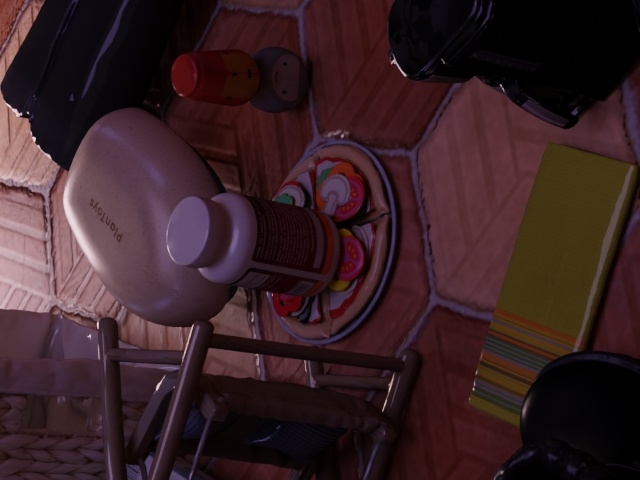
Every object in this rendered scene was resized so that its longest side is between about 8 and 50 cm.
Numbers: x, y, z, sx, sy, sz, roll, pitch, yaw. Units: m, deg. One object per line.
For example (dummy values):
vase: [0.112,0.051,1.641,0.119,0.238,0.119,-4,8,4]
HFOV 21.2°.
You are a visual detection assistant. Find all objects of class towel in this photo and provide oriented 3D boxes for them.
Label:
towel: [0.195,0.042,1.421,0.102,0.021,0.237,21,97,46]

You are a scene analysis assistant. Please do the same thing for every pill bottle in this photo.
pill bottle: [-0.063,0.002,1.590,0.086,0.152,0.086,-15,70,47]

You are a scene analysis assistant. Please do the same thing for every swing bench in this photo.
swing bench: [-0.065,0.208,1.515,0.165,0.253,0.255,-2,80,51]

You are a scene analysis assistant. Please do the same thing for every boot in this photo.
boot: [-0.182,-0.255,1.855,0.445,0.146,0.367,-58,35,21]
boot: [0.194,0.179,1.192,0.348,0.260,0.131,42,114,47]

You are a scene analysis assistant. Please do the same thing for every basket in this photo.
basket: [-0.365,0.217,1.833,0.331,0.328,0.266,18,98,51]

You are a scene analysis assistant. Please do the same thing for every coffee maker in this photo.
coffee maker: [0.166,-0.188,1.381,0.120,0.178,0.171,49,119,44]

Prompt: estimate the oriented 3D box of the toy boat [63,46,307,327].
toy boat: [-0.131,-0.067,1.766,0.267,0.148,0.318,53,127,32]

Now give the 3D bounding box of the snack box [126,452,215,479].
snack box: [-0.176,0.383,1.695,0.187,0.060,0.322,22,92,52]

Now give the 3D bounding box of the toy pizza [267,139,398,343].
toy pizza: [0.000,0.000,1.662,0.201,0.032,0.201,-16,70,49]
